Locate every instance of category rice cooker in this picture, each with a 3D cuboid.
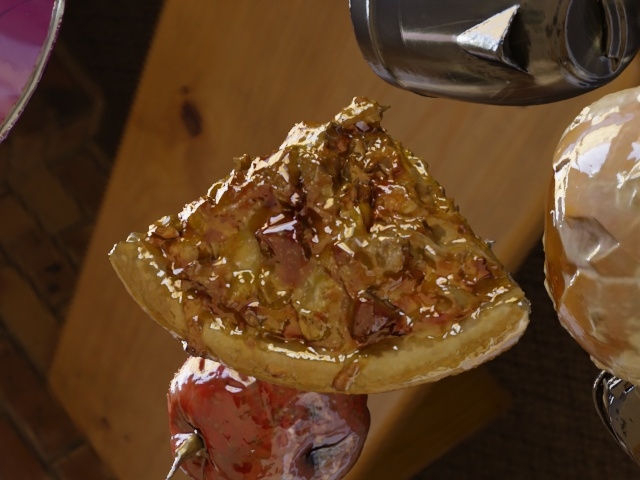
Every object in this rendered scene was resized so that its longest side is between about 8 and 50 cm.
[{"bbox_3d":[0.337,0.167,1.502,0.112,0.106,0.165,-40,93,14],"label":"rice cooker"}]

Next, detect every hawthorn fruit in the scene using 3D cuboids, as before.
[{"bbox_3d":[-0.069,0.218,2.046,0.258,0.262,0.258,-174,90,-80],"label":"hawthorn fruit"}]

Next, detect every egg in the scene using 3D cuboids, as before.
[{"bbox_3d":[0.231,0.004,0.975,0.195,0.195,0.233,33,165,35],"label":"egg"}]

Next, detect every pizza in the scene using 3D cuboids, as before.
[{"bbox_3d":[0.000,0.000,1.179,0.336,0.086,0.226,9,86,20],"label":"pizza"}]

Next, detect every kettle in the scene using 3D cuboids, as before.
[{"bbox_3d":[0.250,-0.266,1.760,0.324,0.321,0.228,20,124,52],"label":"kettle"}]

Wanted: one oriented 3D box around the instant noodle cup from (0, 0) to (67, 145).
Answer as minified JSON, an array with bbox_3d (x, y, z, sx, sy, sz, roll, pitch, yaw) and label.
[{"bbox_3d":[-0.341,-0.178,1.201,0.190,0.251,0.251,26,169,-38],"label":"instant noodle cup"}]
